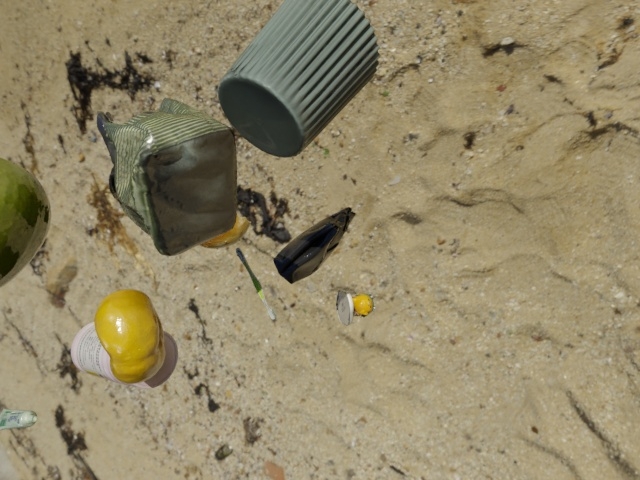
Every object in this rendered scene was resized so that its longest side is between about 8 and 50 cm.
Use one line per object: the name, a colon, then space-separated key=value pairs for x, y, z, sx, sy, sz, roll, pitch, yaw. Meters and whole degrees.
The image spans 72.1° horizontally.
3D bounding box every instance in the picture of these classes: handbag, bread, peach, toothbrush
handbag: x=0.000 y=0.000 z=1.700 sx=0.152 sy=0.342 sz=0.288 roll=47 pitch=119 yaw=-1
bread: x=-0.473 y=-0.069 z=1.850 sx=0.314 sy=0.192 sz=0.171 roll=26 pitch=171 yaw=20
handbag: x=-0.346 y=-0.154 z=1.002 sx=0.240 sy=0.247 sz=0.340 roll=41 pitch=144 yaw=28
peach: x=-0.348 y=0.171 z=0.812 sx=0.179 sy=0.103 sz=0.179 roll=169 pitch=90 yaw=-75
toothbrush: x=-0.207 y=0.140 z=1.412 sx=0.022 sy=0.026 sz=0.262 roll=-24 pitch=102 yaw=14

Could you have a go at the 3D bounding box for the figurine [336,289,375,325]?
figurine: x=0.165 y=0.301 z=2.048 sx=0.250 sy=0.141 sz=0.166 roll=127 pitch=131 yaw=-71

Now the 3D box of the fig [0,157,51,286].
fig: x=-0.705 y=-0.023 z=0.859 sx=0.316 sy=0.316 sz=0.316 roll=22 pitch=126 yaw=34

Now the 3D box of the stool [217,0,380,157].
stool: x=-0.060 y=-0.404 z=1.090 sx=0.297 sy=0.330 sz=0.297 roll=29 pitch=156 yaw=14

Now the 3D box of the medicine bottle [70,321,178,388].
medicine bottle: x=-0.447 y=0.253 z=0.998 sx=0.250 sy=0.133 sz=0.133 roll=-4 pitch=109 yaw=37

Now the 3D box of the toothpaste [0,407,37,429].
toothpaste: x=-0.824 y=0.483 z=1.188 sx=0.218 sy=0.064 sz=0.041 roll=-16 pitch=143 yaw=32
